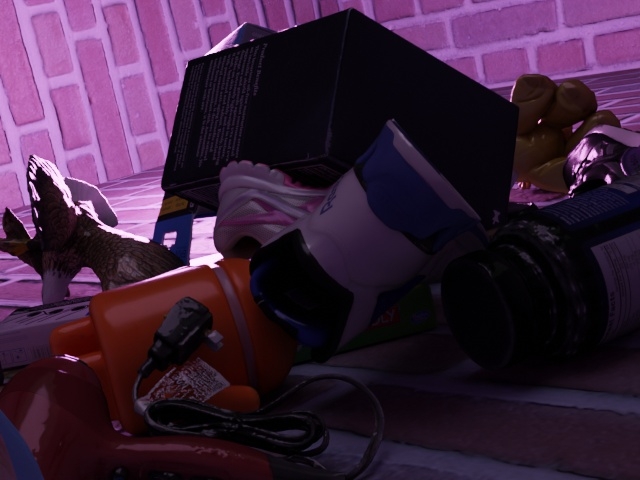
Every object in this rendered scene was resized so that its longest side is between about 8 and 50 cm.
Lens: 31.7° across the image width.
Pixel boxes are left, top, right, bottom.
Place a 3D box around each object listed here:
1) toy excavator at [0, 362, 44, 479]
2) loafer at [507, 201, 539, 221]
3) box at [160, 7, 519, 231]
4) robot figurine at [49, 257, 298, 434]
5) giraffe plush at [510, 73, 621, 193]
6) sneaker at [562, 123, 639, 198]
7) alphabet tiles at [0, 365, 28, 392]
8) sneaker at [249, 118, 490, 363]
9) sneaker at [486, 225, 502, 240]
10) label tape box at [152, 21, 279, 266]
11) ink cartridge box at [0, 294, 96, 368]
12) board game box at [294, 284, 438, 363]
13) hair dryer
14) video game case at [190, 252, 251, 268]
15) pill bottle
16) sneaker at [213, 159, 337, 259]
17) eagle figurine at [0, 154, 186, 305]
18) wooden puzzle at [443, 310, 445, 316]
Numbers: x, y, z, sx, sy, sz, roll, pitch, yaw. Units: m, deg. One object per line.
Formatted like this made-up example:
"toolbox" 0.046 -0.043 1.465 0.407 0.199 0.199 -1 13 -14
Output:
"toy excavator" -0.363 0.204 0.548 0.433 0.222 0.445 -19 -2 -29
"loafer" 0.173 -0.036 1.416 0.223 0.078 0.076 -2 14 45
"box" 0.027 -0.111 1.331 0.296 0.182 0.294 22 -18 -40
"robot figurine" -0.114 0.090 0.961 0.219 0.128 0.158 -16 3 -14
"giraffe plush" 0.325 -0.133 1.639 0.210 0.181 0.170 -45 -9 14
"sneaker" 0.337 -0.071 1.361 0.124 0.107 0.283 -28 7 -10
"alphabet tiles" -0.380 0.166 1.181 0.285 0.011 0.342 -10 11 14
"sneaker" 0.033 0.005 0.945 0.182 0.127 0.315 -39 -10 6
"sneaker" 0.255 -0.006 1.197 0.188 0.066 0.071 -7 11 26
"label tape box" -0.139 -0.117 1.647 0.115 0.347 0.249 15 -8 -19
"ink cartridge box" -0.256 0.093 1.262 0.207 0.046 0.097 -10 12 7
"board game box" -0.020 0.064 1.205 0.213 0.046 0.317 -14 10 -8
"hair dryer" -0.120 0.135 0.751 0.223 0.080 0.293 23 44 37
"video game case" -0.133 0.036 1.564 0.143 0.019 0.157 -13 10 -7
"pill bottle" 0.213 0.026 0.918 0.219 0.123 0.123 -18 12 -25
"sneaker" 0.000 0.000 1.161 0.252 0.111 0.103 9 -23 21
"eagle figurine" -0.325 0.005 1.503 0.226 0.225 0.298 -11 -6 -36
"wooden puzzle" 0.184 0.054 1.109 0.116 0.014 0.078 -20 12 -33
